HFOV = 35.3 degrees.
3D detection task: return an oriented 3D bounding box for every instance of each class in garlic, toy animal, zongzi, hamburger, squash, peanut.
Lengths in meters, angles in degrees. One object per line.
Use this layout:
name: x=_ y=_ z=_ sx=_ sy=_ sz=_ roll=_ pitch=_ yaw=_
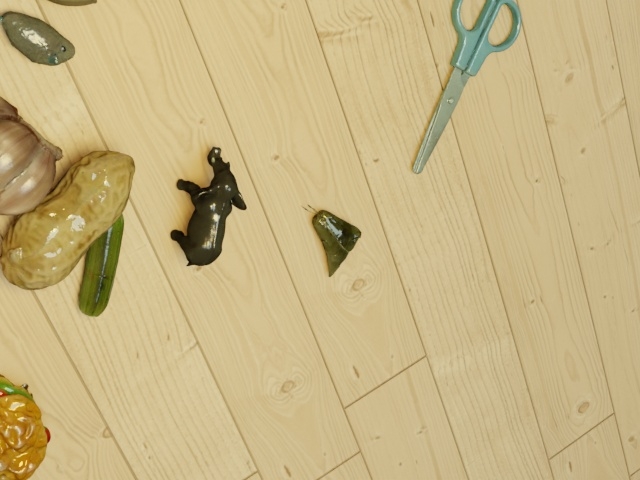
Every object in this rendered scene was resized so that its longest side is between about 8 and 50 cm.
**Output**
garlic: x=-0.570 y=-0.149 z=1.773 sx=0.191 sy=0.160 sz=0.214 roll=-46 pitch=126 yaw=-14
toy animal: x=-0.220 y=-0.062 z=2.006 sx=0.114 sy=0.146 sz=0.245 roll=-2 pitch=107 yaw=-28
toy animal: x=-0.552 y=-0.367 z=1.765 sx=0.252 sy=0.070 sz=0.079 roll=13 pitch=83 yaw=-29
zongzi: x=0.000 y=0.000 z=2.212 sx=0.154 sy=0.062 sz=0.130 roll=28 pitch=104 yaw=-27
hamburger: x=-0.629 y=0.384 z=1.930 sx=0.237 sy=0.149 sz=0.237 roll=-10 pitch=110 yaw=-28
squash: x=-0.430 y=0.037 z=1.973 sx=0.066 sy=0.066 sz=0.229 roll=6 pitch=104 yaw=-31
peanut: x=-0.467 y=-0.044 z=1.860 sx=0.325 sy=0.140 sz=0.153 roll=-47 pitch=150 yaw=9

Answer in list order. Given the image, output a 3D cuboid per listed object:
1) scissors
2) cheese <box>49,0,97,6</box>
scissors: x=0.308 y=-0.355 z=2.272 sx=0.192 sy=0.029 sz=0.447 roll=22 pitch=95 yaw=-33
cheese: x=-0.492 y=-0.520 z=1.735 sx=0.286 sy=0.082 sz=0.163 roll=28 pitch=91 yaw=-32
